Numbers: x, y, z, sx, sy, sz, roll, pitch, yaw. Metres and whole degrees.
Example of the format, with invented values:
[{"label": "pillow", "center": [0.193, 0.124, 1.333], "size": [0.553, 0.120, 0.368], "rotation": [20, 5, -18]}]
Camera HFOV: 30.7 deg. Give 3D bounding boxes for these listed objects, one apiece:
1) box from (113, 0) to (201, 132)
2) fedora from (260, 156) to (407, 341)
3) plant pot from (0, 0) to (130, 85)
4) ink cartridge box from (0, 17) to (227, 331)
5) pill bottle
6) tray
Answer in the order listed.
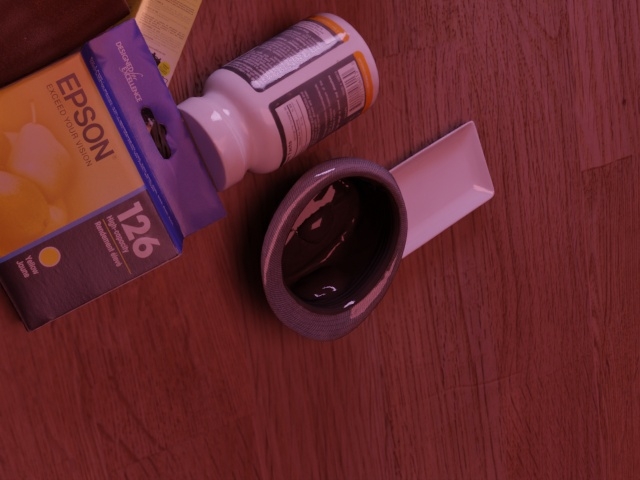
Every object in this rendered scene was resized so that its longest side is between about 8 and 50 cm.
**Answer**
[{"label": "box", "center": [-0.235, -0.258, 1.559], "size": [0.087, 0.058, 0.232], "rotation": [23, 84, -35]}, {"label": "fedora", "center": [0.000, 0.000, 1.730], "size": [0.243, 0.124, 0.275], "rotation": [30, 86, -34]}, {"label": "plant pot", "center": [-0.384, -0.278, 1.377], "size": [0.230, 0.215, 0.215], "rotation": [-42, 121, -6]}, {"label": "ink cartridge box", "center": [-0.306, -0.080, 1.488], "size": [0.307, 0.072, 0.304], "rotation": [-28, 113, -8]}, {"label": "pill bottle", "center": [-0.065, -0.192, 1.629], "size": [0.278, 0.162, 0.162], "rotation": [-34, 116, -25]}, {"label": "tray", "center": [0.167, -0.076, 1.896], "size": [0.270, 0.030, 0.145], "rotation": [-33, 115, -27]}]
